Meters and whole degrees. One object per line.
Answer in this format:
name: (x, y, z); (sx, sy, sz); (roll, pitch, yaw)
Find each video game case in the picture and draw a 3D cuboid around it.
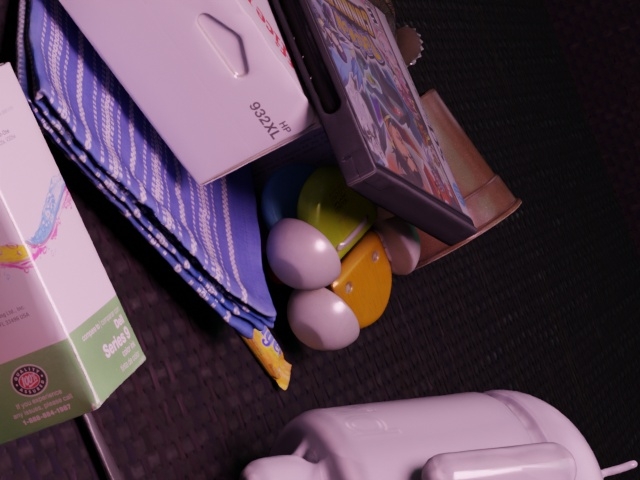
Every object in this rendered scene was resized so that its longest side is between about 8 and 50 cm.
video game case: (0.042, -0.133, 1.613); (0.275, 0.035, 0.248); (26, 40, -65)

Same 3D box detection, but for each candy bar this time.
candy bar: (-0.069, 0.068, 1.639); (0.161, 0.018, 0.040); (58, 23, -28)

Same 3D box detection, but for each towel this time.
towel: (-0.144, -0.091, 1.538); (0.336, 0.040, 0.243); (49, 21, -38)

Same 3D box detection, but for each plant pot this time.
plant pot: (0.114, -0.072, 2.040); (0.165, 0.167, 0.167); (59, 22, -5)

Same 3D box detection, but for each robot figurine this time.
robot figurine: (0.090, 0.229, 1.493); (0.353, 0.300, 0.199); (-3, 72, -28)

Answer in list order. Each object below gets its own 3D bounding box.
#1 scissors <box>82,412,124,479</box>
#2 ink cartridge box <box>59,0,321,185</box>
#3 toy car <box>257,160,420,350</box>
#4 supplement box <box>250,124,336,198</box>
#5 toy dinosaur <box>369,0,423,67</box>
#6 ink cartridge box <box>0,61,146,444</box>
scissors: (-0.129, 0.229, 1.352); (0.109, 0.021, 0.297); (-1, 71, -65)
ink cartridge box: (-0.112, -0.229, 1.586); (0.223, 0.129, 0.307); (54, 17, -30)
toy car: (0.000, 0.000, 1.703); (0.159, 0.136, 0.182); (-48, 139, -30)
supplement box: (-0.019, -0.102, 1.773); (0.220, 0.114, 0.111); (56, 17, -29)
toy dinosaur: (0.035, -0.254, 2.052); (0.160, 0.121, 0.313); (58, 16, 8)
ink cartridge box: (-0.227, 0.017, 1.112); (0.212, 0.154, 0.093); (65, 21, -10)
